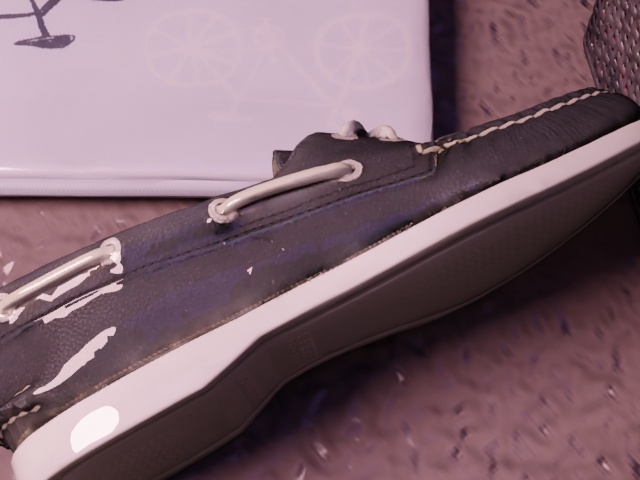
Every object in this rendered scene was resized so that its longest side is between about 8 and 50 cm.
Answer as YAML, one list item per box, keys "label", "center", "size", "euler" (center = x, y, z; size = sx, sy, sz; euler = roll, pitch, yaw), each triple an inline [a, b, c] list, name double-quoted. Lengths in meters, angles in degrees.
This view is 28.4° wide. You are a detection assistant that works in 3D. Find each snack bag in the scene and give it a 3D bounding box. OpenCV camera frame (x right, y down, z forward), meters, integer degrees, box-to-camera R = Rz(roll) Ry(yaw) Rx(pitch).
- label: "snack bag"
  center: [-0.093, -0.159, 0.650]
  size: [0.323, 0.037, 0.343]
  euler: [0, 63, -1]

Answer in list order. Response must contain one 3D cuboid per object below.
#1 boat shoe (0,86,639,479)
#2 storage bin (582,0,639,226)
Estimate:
- label: "boat shoe"
  center: [0.000, 0.000, 0.515]
  size: [0.302, 0.114, 0.091]
  euler: [-26, 69, -15]
- label: "storage bin"
  center: [0.204, -0.064, 0.577]
  size: [0.122, 0.084, 0.180]
  euler: [-7, 61, -6]
